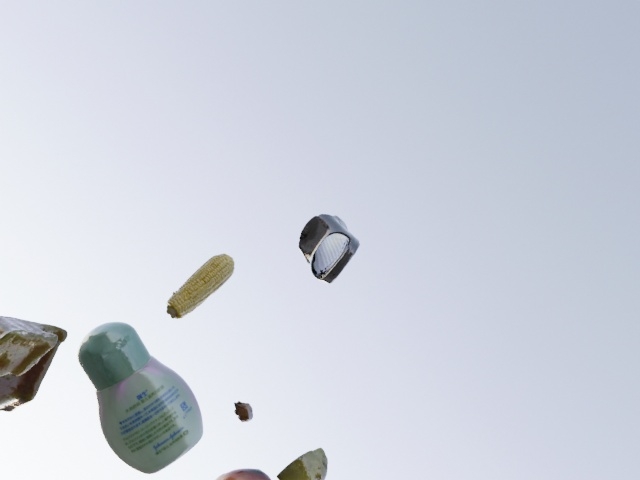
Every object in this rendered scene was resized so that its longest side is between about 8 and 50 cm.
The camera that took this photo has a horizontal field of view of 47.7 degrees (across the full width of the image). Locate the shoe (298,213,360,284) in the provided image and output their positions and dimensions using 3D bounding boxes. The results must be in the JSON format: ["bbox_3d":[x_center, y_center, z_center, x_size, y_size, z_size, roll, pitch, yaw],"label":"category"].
[{"bbox_3d":[0.000,0.000,1.387,0.093,0.241,0.108,35,-79,-15],"label":"shoe"}]

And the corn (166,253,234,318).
[{"bbox_3d":[-0.266,0.099,1.626,0.067,0.206,0.067,25,-42,25],"label":"corn"}]

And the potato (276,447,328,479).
[{"bbox_3d":[-0.039,0.665,2.072,0.081,0.149,0.120,42,-8,28],"label":"potato"}]

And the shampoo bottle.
[{"bbox_3d":[-0.427,0.348,1.666,0.349,0.222,0.151,62,-24,-11],"label":"shampoo bottle"}]

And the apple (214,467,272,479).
[{"bbox_3d":[-0.220,0.708,1.956,0.199,0.199,0.199,19,-54,29],"label":"apple"}]

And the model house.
[{"bbox_3d":[-0.531,0.215,1.220,0.268,0.239,0.173,-25,-89,46],"label":"model house"}]

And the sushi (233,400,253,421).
[{"bbox_3d":[-0.219,0.486,2.049,0.047,0.050,0.099,-3,-44,10],"label":"sushi"}]
